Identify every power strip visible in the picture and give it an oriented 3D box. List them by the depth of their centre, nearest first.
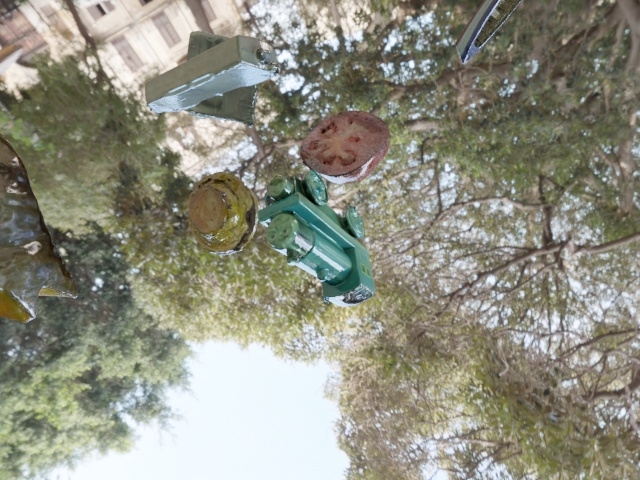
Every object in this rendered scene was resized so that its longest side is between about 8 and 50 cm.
[{"bbox_3d":[-0.191,-0.260,0.672,0.285,0.080,0.048,-5,-90,36],"label":"power strip"}]

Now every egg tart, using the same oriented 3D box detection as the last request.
[{"bbox_3d":[-0.285,-0.077,1.148,0.240,0.106,0.241,-1,-91,22],"label":"egg tart"}]

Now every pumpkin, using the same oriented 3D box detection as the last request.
[{"bbox_3d":[-0.335,-0.034,0.327,0.253,0.149,0.130,25,-160,2],"label":"pumpkin"}]

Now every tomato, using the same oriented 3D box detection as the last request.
[{"bbox_3d":[0.062,-0.216,1.009,0.224,0.085,0.225,-8,-125,12],"label":"tomato"}]

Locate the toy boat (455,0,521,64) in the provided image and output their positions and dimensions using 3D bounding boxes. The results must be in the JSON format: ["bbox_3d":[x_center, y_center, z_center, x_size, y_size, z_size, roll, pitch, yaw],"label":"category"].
[{"bbox_3d":[0.337,-0.445,0.777,0.046,0.080,0.229,53,-54,20],"label":"toy boat"}]

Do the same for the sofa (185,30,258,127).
[{"bbox_3d":[-0.255,-0.412,1.071,0.175,0.210,0.225,6,-168,-16],"label":"sofa"}]

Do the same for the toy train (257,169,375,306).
[{"bbox_3d":[0.000,0.000,0.794,0.120,0.298,0.194,-21,-123,24],"label":"toy train"}]
